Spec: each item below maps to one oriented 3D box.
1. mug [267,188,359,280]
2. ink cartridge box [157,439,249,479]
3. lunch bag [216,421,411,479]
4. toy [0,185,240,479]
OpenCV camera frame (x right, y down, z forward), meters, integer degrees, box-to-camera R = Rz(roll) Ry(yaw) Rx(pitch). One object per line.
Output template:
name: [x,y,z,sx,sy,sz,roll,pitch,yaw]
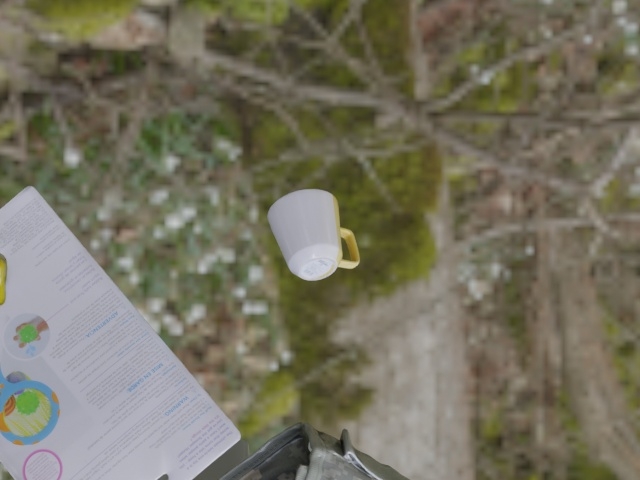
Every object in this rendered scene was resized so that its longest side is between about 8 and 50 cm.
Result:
mug: [-0.002,-0.002,1.579,0.078,0.064,0.062,-6,144,-13]
ink cartridge box: [-0.157,0.263,1.658,0.153,0.087,0.208,8,137,-11]
lunch bag: [-0.008,0.294,1.457,0.235,0.287,0.169,32,-160,-31]
toy: [-0.179,0.093,1.277,0.137,0.237,0.056,-40,168,-6]
